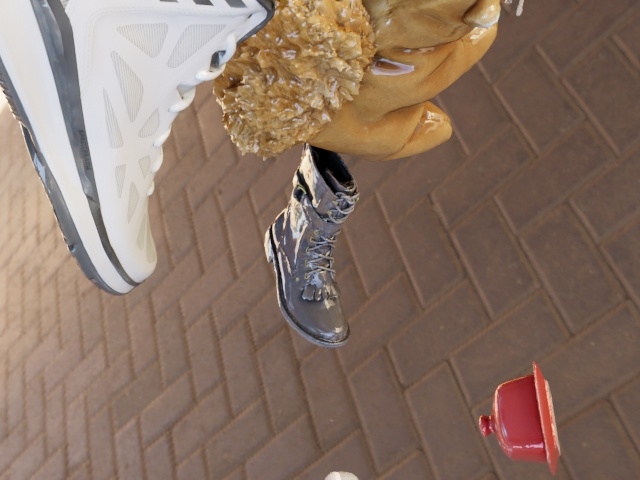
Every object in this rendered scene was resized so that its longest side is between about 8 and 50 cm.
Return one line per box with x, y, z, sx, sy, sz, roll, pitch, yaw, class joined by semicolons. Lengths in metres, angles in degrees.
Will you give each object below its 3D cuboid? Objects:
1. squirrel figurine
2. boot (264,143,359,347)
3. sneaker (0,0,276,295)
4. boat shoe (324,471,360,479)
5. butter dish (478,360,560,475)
0.058;-0.250;1.000;0.370;0.397;0.281;-27;85;63;squirrel figurine
0.000;0.000;1.205;0.263;0.091;0.229;63;145;27;boot
-0.151;-0.127;0.796;0.257;0.447;0.169;-20;53;-13;sneaker
0.049;0.431;1.198;0.108;0.102;0.301;-99;13;-48;boat shoe
0.311;0.288;1.313;0.118;0.160;0.160;-9;65;16;butter dish
